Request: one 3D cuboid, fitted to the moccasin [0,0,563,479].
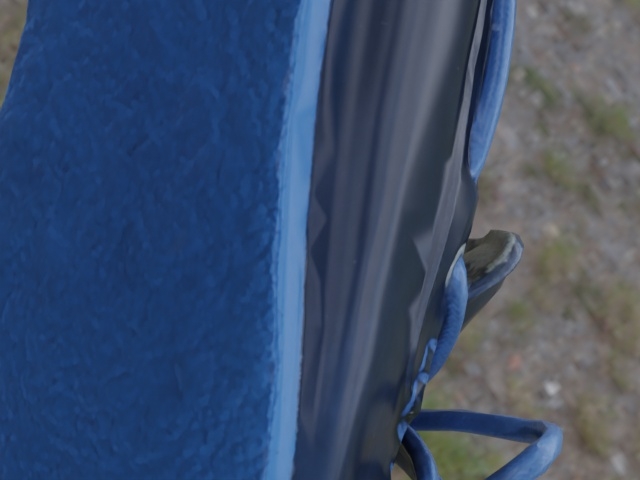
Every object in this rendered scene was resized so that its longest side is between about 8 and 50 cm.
[{"bbox_3d":[0.000,0.000,0.410,0.138,0.342,0.117,24,12,41],"label":"moccasin"}]
